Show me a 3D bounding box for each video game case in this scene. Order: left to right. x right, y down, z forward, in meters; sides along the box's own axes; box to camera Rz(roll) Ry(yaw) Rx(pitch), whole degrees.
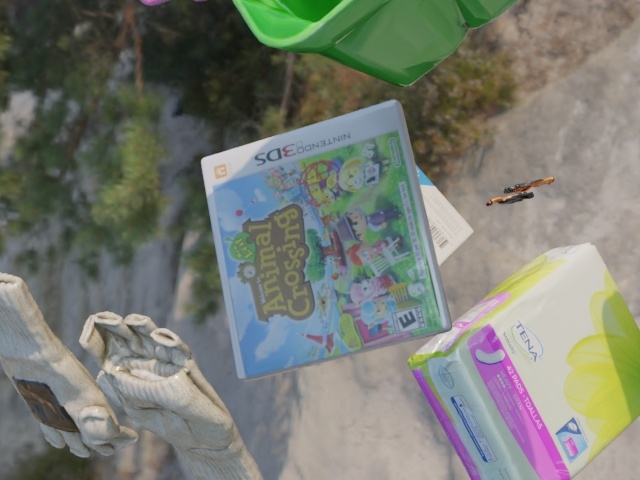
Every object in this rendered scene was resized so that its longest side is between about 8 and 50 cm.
[{"bbox_3d":[0.000,0.000,0.958,0.193,0.023,0.212,-16,74,15],"label":"video game case"}]

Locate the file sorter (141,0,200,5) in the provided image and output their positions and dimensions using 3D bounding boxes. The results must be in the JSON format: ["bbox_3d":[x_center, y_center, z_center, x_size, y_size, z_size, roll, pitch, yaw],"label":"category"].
[{"bbox_3d":[-0.055,-0.364,1.149,0.182,0.291,0.202,-3,101,51],"label":"file sorter"}]

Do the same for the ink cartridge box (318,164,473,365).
[{"bbox_3d":[0.046,0.014,1.418,0.171,0.233,0.168,50,132,2],"label":"ink cartridge box"}]

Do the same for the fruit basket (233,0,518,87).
[{"bbox_3d":[0.044,-0.320,0.655,0.392,0.392,0.283,-56,50,36],"label":"fruit basket"}]

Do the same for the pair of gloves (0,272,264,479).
[{"bbox_3d":[-0.160,0.118,0.821,0.240,0.204,0.042,13,50,30],"label":"pair of gloves"}]

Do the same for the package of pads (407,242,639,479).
[{"bbox_3d":[0.267,0.159,1.323,0.101,0.296,0.229,-21,99,56],"label":"package of pads"}]

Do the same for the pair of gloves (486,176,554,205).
[{"bbox_3d":[0.275,-0.065,1.496,0.083,0.074,0.010,134,122,-65],"label":"pair of gloves"}]
